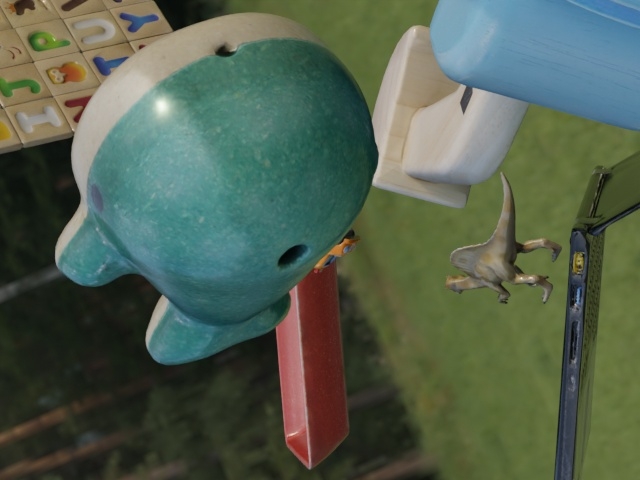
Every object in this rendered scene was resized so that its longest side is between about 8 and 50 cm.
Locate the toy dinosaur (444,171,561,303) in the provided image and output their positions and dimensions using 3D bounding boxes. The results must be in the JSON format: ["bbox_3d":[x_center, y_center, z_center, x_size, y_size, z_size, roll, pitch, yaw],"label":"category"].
[{"bbox_3d":[0.163,0.017,1.617,0.183,0.092,0.053,116,167,-56],"label":"toy dinosaur"}]

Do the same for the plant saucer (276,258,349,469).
[{"bbox_3d":[-0.013,0.088,1.834,0.258,0.047,0.259,169,96,-84],"label":"plant saucer"}]

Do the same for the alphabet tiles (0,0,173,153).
[{"bbox_3d":[-0.327,-0.212,1.996,0.285,0.342,0.011,57,150,32],"label":"alphabet tiles"}]

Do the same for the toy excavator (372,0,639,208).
[{"bbox_3d":[0.145,-0.158,1.197,0.433,0.222,0.445,-100,28,-61],"label":"toy excavator"}]

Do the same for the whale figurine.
[{"bbox_3d":[-0.050,-0.006,1.102,0.141,0.216,0.272,54,154,34],"label":"whale figurine"}]

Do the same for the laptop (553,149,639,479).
[{"bbox_3d":[0.331,0.024,1.520,0.382,0.236,0.408,-39,-48,-75],"label":"laptop"}]

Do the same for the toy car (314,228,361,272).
[{"bbox_3d":[0.000,0.000,1.492,0.122,0.060,0.041,-92,14,-82],"label":"toy car"}]
